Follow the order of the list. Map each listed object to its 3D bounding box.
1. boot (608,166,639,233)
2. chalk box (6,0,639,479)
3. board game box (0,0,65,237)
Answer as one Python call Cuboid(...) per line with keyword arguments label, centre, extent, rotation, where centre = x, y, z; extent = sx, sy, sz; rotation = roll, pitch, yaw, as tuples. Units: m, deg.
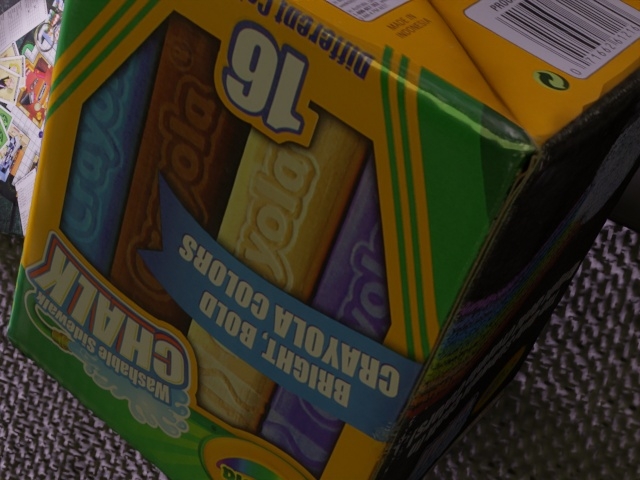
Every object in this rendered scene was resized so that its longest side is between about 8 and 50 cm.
Cuboid(label="boot", centre=(0.209, -0.068, 0.506), extent=(0.137, 0.077, 0.198), rotation=(30, 96, 25))
Cuboid(label="chalk box", centre=(0.000, 0.000, 0.493), extent=(0.179, 0.180, 0.289), rotation=(37, 130, 17))
Cuboid(label="board game box", centre=(-0.128, -0.127, 0.659), extent=(0.136, 0.030, 0.260), rotation=(9, 89, 23))
